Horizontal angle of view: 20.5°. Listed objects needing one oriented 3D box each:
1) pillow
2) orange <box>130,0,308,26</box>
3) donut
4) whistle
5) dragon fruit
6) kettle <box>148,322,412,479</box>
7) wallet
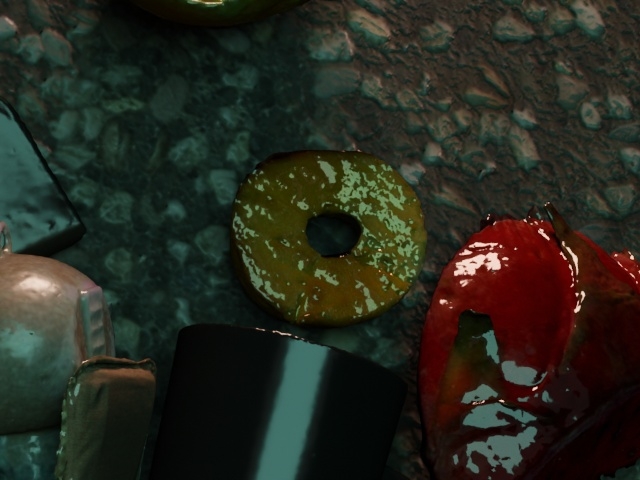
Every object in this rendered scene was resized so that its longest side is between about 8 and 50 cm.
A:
[{"bbox_3d":[-0.182,0.197,1.434,0.034,0.135,0.211,11,90,22],"label":"pillow"},{"bbox_3d":[-0.079,-0.326,1.636,0.335,0.196,0.262,-31,71,-24],"label":"orange"},{"bbox_3d":[0.000,0.002,1.635,0.190,0.074,0.174,-22,81,-23],"label":"donut"},{"bbox_3d":[-0.256,0.157,1.489,0.189,0.189,0.347,-10,95,-17],"label":"whistle"},{"bbox_3d":[0.218,0.096,1.612,0.343,0.100,0.282,-19,79,-36],"label":"dragon fruit"},{"bbox_3d":[-0.047,0.253,1.519,0.203,0.262,0.308,7,74,24],"label":"kettle"},{"bbox_3d":[-0.376,0.002,1.550,0.309,0.042,0.165,-32,88,-19],"label":"wallet"}]
